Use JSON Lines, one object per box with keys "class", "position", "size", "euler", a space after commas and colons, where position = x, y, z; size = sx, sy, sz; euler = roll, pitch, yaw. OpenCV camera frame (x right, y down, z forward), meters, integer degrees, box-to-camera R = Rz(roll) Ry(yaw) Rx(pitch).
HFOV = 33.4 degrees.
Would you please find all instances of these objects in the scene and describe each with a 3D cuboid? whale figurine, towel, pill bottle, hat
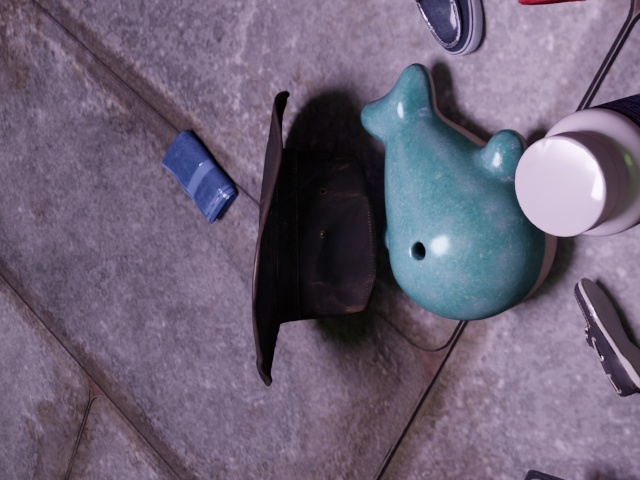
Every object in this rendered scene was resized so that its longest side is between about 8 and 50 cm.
{"class": "whale figurine", "position": [0.118, -0.045, 1.093], "size": [0.216, 0.141, 0.272], "euler": [-38, 75, 43]}
{"class": "towel", "position": [-0.162, -0.086, 1.419], "size": [0.119, 0.029, 0.067], "euler": [52, 131, 18]}
{"class": "pill bottle", "position": [0.254, -0.064, 0.928], "size": [0.112, 0.186, 0.112], "euler": [14, 112, 39]}
{"class": "hat", "position": [0.000, 0.000, 1.193], "size": [0.133, 0.331, 0.331], "euler": [4, 111, -1]}

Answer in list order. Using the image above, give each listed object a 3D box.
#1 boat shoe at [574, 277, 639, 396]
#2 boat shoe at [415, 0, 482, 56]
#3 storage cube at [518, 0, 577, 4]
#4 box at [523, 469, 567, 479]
{"class": "boat shoe", "position": [0.282, 0.097, 1.055], "size": [0.038, 0.046, 0.125], "euler": [-35, 87, 38]}
{"class": "boat shoe", "position": [0.101, -0.271, 1.078], "size": [0.065, 0.083, 0.183], "euler": [-18, 91, 45]}
{"class": "storage cube", "position": [0.269, -0.292, 0.831], "size": [0.193, 0.215, 0.184], "euler": [-1, 102, 37]}
{"class": "box", "position": [0.244, 0.377, 1.022], "size": [0.163, 0.247, 0.142], "euler": [11, 152, 40]}
